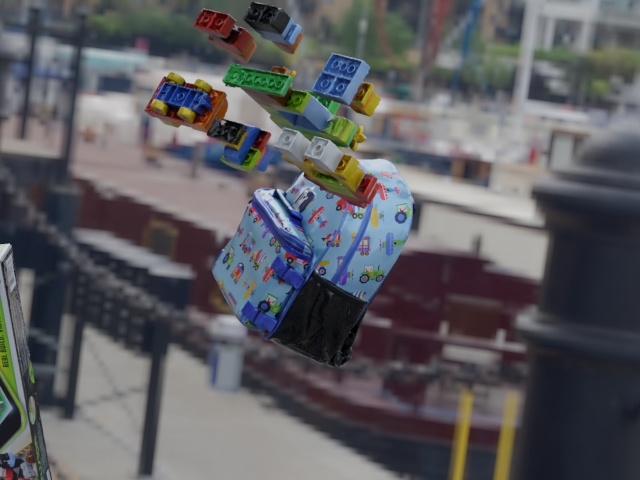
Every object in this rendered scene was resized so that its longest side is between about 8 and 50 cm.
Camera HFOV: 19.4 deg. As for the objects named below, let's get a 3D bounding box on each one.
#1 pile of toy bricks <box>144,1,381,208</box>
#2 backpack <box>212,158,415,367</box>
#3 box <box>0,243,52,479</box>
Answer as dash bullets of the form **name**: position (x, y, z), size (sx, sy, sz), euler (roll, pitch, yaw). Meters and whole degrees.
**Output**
- **pile of toy bricks**: position (-0.019, -0.092, 1.368), size (0.212, 0.118, 0.105), euler (19, -15, 43)
- **backpack**: position (0.000, 0.000, 1.659), size (0.117, 0.173, 0.158), euler (24, 20, -27)
- **box**: position (-0.273, 0.108, 1.402), size (0.114, 0.207, 0.036), euler (-5, 20, 6)
